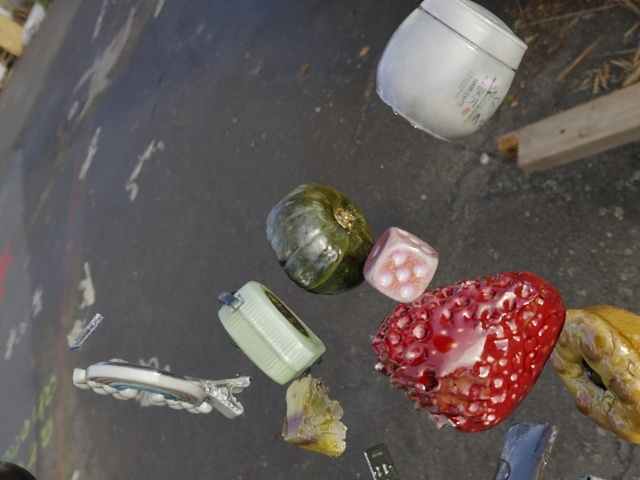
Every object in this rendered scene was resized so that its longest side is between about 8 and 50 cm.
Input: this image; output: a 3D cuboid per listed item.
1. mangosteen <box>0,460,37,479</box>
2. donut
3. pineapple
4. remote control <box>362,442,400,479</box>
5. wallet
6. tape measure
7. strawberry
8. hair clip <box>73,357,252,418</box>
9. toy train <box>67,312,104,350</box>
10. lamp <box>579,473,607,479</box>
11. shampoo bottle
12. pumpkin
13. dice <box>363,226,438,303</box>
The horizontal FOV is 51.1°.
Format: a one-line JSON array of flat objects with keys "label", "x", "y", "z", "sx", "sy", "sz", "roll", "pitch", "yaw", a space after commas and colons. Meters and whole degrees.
[{"label": "mangosteen", "x": -0.585, "y": 0.496, "z": 1.156, "sx": 0.216, "sy": 0.216, "sz": 0.216, "roll": -33, "pitch": 45, "yaw": 40}, {"label": "donut", "x": 0.633, "y": 0.281, "z": 1.449, "sx": 0.299, "sy": 0.150, "sz": 0.317, "roll": 89, "pitch": 158, "yaw": -52}, {"label": "pineapple", "x": -0.019, "y": 0.481, "z": 1.792, "sx": 0.114, "sy": 0.186, "sz": 0.236, "roll": -42, "pitch": 71, "yaw": 44}, {"label": "remote control", "x": 0.156, "y": 0.552, "z": 1.405, "sx": 0.245, "sy": 0.063, "sz": 0.025, "roll": 69, "pitch": 151, "yaw": 20}, {"label": "wallet", "x": 0.522, "y": 0.622, "z": 1.766, "sx": 0.165, "sy": 0.042, "sz": 0.309, "roll": -20, "pitch": 35, "yaw": 55}, {"label": "tape measure", "x": -0.097, "y": 0.172, "z": 1.243, "sx": 0.115, "sy": 0.207, "sz": 0.235, "roll": -46, "pitch": -10, "yaw": 0}, {"label": "strawberry", "x": 0.298, "y": 0.187, "z": 1.292, "sx": 0.345, "sy": 0.317, "sz": 0.295, "roll": -45, "pitch": 16, "yaw": 10}, {"label": "hair clip", "x": -0.201, "y": 0.182, "z": 0.856, "sx": 0.140, "sy": 0.220, "sz": 0.054, "roll": 137, "pitch": 146, "yaw": -61}, {"label": "toy train", "x": -0.430, "y": 0.170, "z": 1.224, "sx": 0.083, "sy": 0.017, "sz": 0.017, "roll": -53, "pitch": 16, "yaw": -16}, {"label": "lamp", "x": 0.498, "y": 0.429, "z": 1.061, "sx": 0.106, "sy": 0.193, "sz": 0.106, "roll": -162, "pitch": 90, "yaw": -80}, {"label": "shampoo bottle", "x": 0.273, "y": -0.370, "z": 1.420, "sx": 0.266, "sy": 0.273, "sz": 0.273, "roll": -55, "pitch": 34, "yaw": 24}, {"label": "pumpkin", "x": 0.000, "y": 0.000, "z": 1.206, "sx": 0.157, "sy": 0.224, "sz": 0.223, "roll": -45, "pitch": 38, "yaw": 25}, {"label": "dice", "x": 0.128, "y": 0.038, "z": 1.069, "sx": 0.094, "sy": 0.091, "sz": 0.093, "roll": -58, "pitch": 8, "yaw": 15}]
